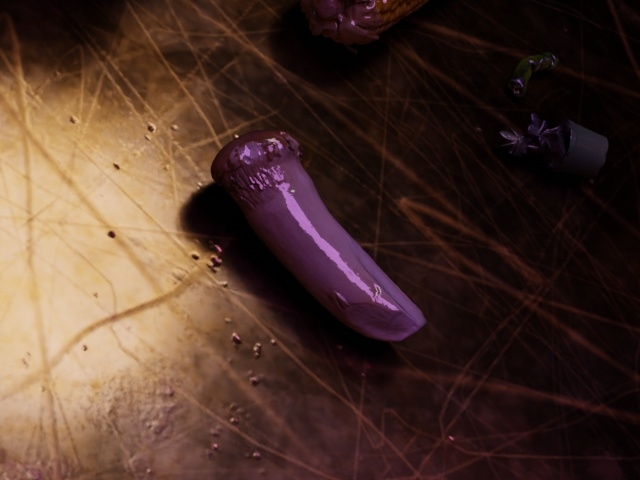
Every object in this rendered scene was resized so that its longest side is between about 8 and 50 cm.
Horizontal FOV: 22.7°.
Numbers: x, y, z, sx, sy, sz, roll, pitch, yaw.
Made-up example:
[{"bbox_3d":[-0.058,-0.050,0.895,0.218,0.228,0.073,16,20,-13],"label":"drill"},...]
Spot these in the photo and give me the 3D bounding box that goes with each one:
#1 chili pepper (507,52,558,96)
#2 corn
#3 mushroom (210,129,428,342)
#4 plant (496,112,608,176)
[{"bbox_3d":[0.203,-0.164,1.533,0.027,0.022,0.083,22,40,29],"label":"chili pepper"},{"bbox_3d":[0.075,-0.255,1.471,0.091,0.091,0.260,40,41,12],"label":"corn"},{"bbox_3d":[0.000,0.000,1.261,0.209,0.071,0.084,50,15,4],"label":"mushroom"},{"bbox_3d":[0.211,-0.091,1.466,0.102,0.051,0.051,14,52,-15],"label":"plant"}]
